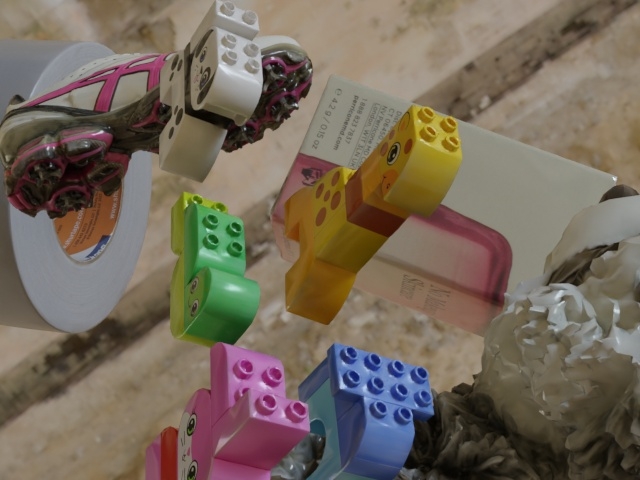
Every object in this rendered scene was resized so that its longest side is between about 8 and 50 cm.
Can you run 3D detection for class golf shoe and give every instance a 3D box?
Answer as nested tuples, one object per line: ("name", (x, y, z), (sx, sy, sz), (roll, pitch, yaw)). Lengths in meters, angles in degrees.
("golf shoe", (-0.098, -0.084, 0.692), (0.186, 0.067, 0.086), (-19, 54, 1))

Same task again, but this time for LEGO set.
("LEGO set", (0.000, 0.000, 0.418), (0.093, 0.087, 0.227), (-49, 34, 39))

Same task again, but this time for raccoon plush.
("raccoon plush", (0.130, 0.198, 0.479), (0.299, 0.446, 0.216), (-21, -13, 35))

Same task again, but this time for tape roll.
("tape roll", (-0.206, -0.042, 0.923), (0.072, 0.219, 0.219), (6, 31, 17))

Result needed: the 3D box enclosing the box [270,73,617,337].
("box", (0.092, -0.015, 0.958), (0.148, 0.232, 0.126), (82, -150, -76))
